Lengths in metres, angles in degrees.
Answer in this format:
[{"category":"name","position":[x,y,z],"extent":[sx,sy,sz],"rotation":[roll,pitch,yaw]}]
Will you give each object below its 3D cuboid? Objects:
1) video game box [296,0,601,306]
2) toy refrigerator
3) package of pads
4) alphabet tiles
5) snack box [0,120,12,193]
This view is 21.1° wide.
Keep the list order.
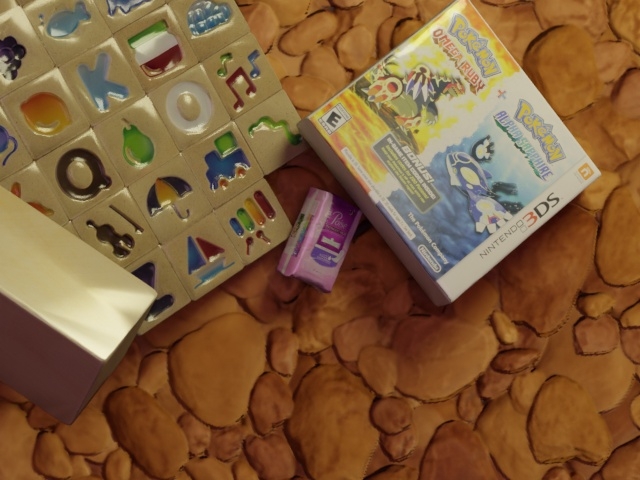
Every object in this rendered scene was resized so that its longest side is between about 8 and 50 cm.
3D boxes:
[{"category":"video game box","position":[0.114,-0.078,1.495],"extent":[0.187,0.048,0.205],"rotation":[-40,95,-17]},{"category":"toy refrigerator","position":[-0.268,0.015,1.329],"extent":[0.269,0.102,0.094],"rotation":[34,48,2]},{"category":"package of pads","position":[0.000,0.000,1.491],"extent":[0.050,0.032,0.083],"rotation":[25,86,-39]},{"category":"alphabet tiles","position":[-0.169,-0.108,1.431],"extent":[0.285,0.011,0.342],"rotation":[-35,103,-23]},{"category":"snack box","position":[-0.343,-0.040,1.423],"extent":[0.187,0.060,0.321],"rotation":[-8,91,3]}]
